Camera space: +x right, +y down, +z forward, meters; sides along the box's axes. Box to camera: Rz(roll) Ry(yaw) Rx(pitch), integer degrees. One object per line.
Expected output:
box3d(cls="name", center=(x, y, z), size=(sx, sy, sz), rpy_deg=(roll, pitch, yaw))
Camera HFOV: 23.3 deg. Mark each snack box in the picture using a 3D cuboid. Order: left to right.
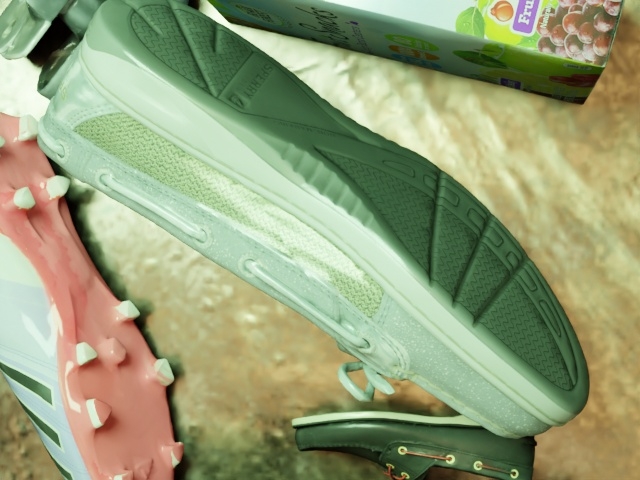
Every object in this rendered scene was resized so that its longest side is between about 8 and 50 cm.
box3d(cls="snack box", center=(0.044, -0.129, 0.774), size=(0.207, 0.174, 0.070), rpy_deg=(15, 91, 7))

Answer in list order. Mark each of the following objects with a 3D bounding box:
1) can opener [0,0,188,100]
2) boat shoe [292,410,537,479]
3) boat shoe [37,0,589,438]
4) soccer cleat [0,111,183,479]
box3d(cls="can opener", center=(-0.075, -0.198, 0.850), size=(0.095, 0.076, 0.283), rpy_deg=(38, 94, -28))
box3d(cls="boat shoe", center=(0.050, 0.112, 0.837), size=(0.133, 0.049, 0.042), rpy_deg=(3, 83, 1))
box3d(cls="boat shoe", center=(-0.002, 0.000, 0.814), size=(0.320, 0.118, 0.103), rpy_deg=(36, 120, -2))
box3d(cls="soccer cleat", center=(-0.156, 0.048, 0.852), size=(0.095, 0.083, 0.248), rpy_deg=(-22, 93, 33))
